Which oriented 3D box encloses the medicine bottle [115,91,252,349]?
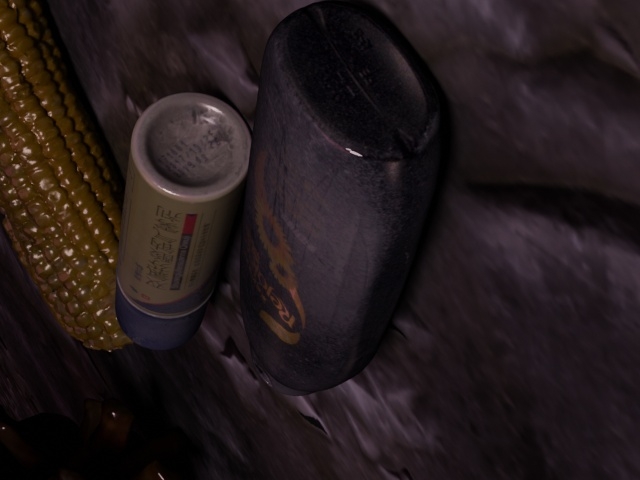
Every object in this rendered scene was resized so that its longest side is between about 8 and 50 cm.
[{"bbox_3d":[-0.080,-0.002,0.737,0.059,0.059,0.231,58,160,14],"label":"medicine bottle"}]

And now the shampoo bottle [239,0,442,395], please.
[{"bbox_3d":[0.000,0.000,0.554,0.087,0.049,0.233,57,160,21],"label":"shampoo bottle"}]

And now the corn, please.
[{"bbox_3d":[-0.194,-0.076,0.878,0.097,0.097,0.319,8,124,66],"label":"corn"}]

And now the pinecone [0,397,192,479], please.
[{"bbox_3d":[-0.235,0.284,1.041,0.397,0.398,0.397,50,157,31],"label":"pinecone"}]
